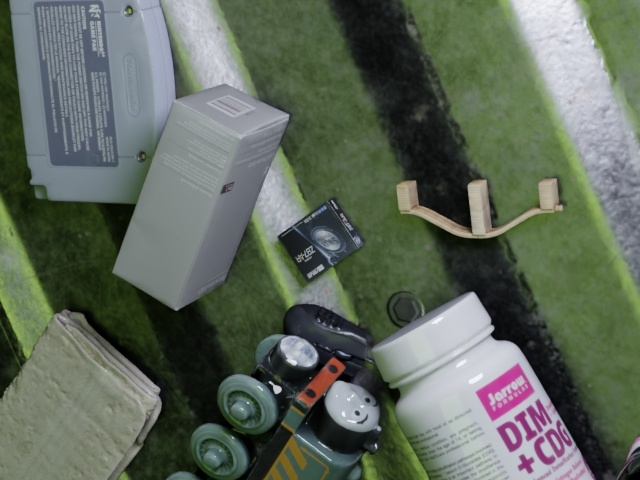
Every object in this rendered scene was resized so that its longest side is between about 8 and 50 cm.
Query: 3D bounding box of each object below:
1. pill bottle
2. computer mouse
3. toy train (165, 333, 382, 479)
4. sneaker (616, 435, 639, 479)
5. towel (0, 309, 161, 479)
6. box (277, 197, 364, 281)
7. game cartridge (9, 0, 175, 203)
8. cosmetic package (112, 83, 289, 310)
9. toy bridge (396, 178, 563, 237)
[{"bbox_3d":[0.181,0.210,1.925,0.160,0.160,0.283,-30,90,29],"label":"pill bottle"},{"bbox_3d":[0.056,0.149,2.036,0.242,0.041,0.071,29,114,15],"label":"computer mouse"},{"bbox_3d":[-0.052,0.258,2.053,0.190,0.142,0.334,35,127,7],"label":"toy train"},{"bbox_3d":[0.340,0.303,1.924,0.072,0.077,0.178,12,110,23],"label":"sneaker"},{"bbox_3d":[-0.326,0.237,2.241,0.187,0.049,0.282,43,119,11],"label":"towel"},{"bbox_3d":[0.000,0.000,2.033,0.083,0.018,0.067,-34,88,29],"label":"box"},{"bbox_3d":[-0.269,-0.190,2.089,0.196,0.060,0.294,4,106,28],"label":"game cartridge"},{"bbox_3d":[-0.140,-0.051,2.025,0.107,0.127,0.238,27,116,17],"label":"cosmetic package"},{"bbox_3d":[0.177,-0.035,1.935,0.188,0.026,0.063,1,107,25],"label":"toy bridge"}]
